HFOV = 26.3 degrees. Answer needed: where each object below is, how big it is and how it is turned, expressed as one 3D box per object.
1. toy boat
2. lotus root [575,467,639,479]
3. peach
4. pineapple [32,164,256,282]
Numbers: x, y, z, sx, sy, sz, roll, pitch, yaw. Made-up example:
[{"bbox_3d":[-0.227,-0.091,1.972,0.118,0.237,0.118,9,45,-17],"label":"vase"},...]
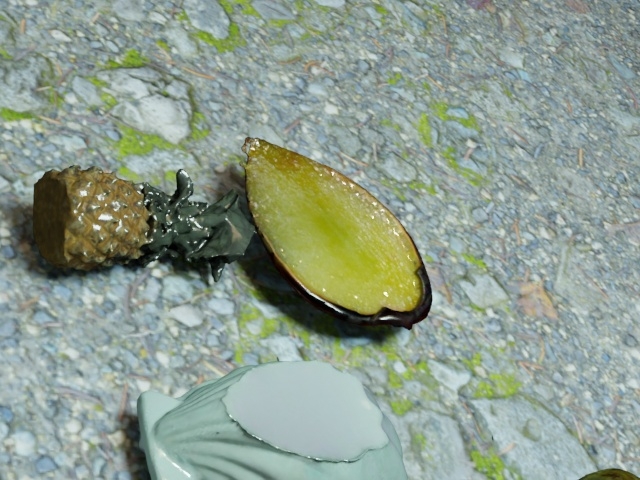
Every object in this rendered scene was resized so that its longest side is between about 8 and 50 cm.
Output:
[{"bbox_3d":[-0.025,0.184,1.283,0.290,0.100,0.199,6,46,-31],"label":"toy boat"},{"bbox_3d":[0.247,0.335,1.257,0.160,0.152,0.275,48,33,-14],"label":"lotus root"},{"bbox_3d":[-0.001,0.003,1.501,0.279,0.068,0.189,49,39,12],"label":"peach"},{"bbox_3d":[-0.173,-0.015,1.395,0.237,0.111,0.119,2,78,-39],"label":"pineapple"}]
